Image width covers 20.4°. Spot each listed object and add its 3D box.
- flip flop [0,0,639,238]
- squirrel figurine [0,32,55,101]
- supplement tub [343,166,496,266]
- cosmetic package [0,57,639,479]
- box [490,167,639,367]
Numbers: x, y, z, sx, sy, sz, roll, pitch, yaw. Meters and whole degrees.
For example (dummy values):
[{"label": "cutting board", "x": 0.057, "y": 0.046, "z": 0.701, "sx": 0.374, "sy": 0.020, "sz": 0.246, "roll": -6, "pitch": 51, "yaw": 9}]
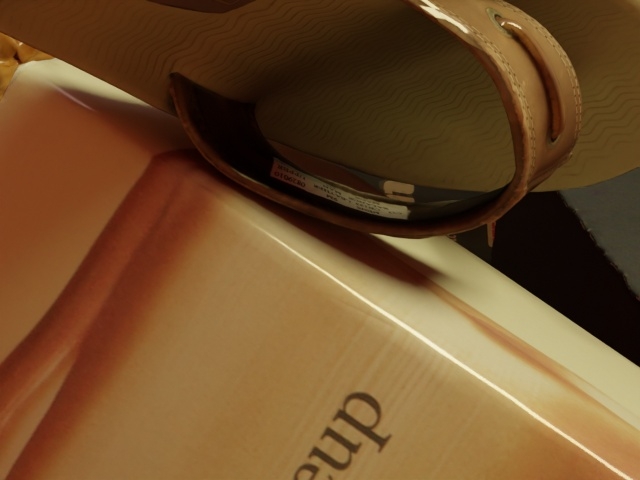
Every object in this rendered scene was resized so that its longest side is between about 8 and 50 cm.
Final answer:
[{"label": "flip flop", "x": 0.017, "y": -0.043, "z": 0.474, "sx": 0.277, "sy": 0.112, "sz": 0.080, "roll": 14, "pitch": 50, "yaw": -55}, {"label": "squirrel figurine", "x": -0.072, "y": -0.179, "z": 0.733, "sx": 0.397, "sy": 0.370, "sz": 0.281, "roll": 48, "pitch": -14, "yaw": 16}, {"label": "supplement tub", "x": 0.048, "y": -0.086, "z": 1.053, "sx": 0.272, "sy": 0.191, "sz": 0.191, "roll": 10, "pitch": 5, "yaw": 17}, {"label": "cosmetic package", "x": 0.015, "y": 0.083, "z": 0.531, "sx": 0.296, "sy": 0.153, "sz": 0.129, "roll": 33, "pitch": 13, "yaw": 7}, {"label": "box", "x": 0.271, "y": 0.085, "z": 0.767, "sx": 0.343, "sy": 0.178, "sz": 0.312, "roll": 1, "pitch": 23, "yaw": -9}]
